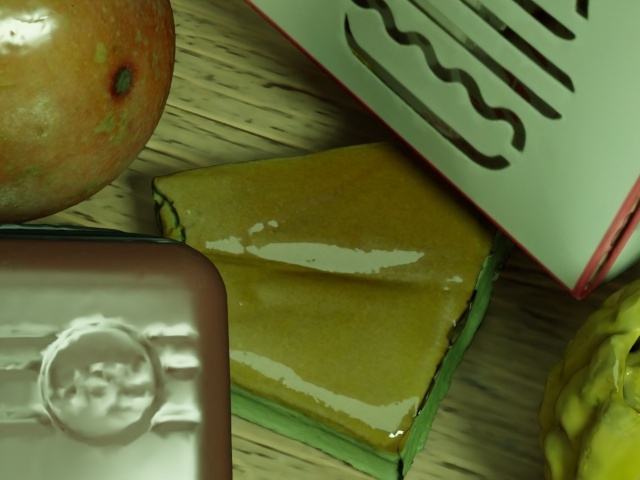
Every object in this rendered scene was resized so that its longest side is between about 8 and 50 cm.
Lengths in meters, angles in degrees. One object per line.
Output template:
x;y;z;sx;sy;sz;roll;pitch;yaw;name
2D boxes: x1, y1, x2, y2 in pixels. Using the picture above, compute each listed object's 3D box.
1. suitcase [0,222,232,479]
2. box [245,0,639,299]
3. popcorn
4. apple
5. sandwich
-0.191;0.107;0.942;0.297;0.161;0.236;1;85;-13;suitcase
0.186;-0.203;1.115;0.314;0.300;0.312;44;43;21;box
0.232;0.123;1.011;0.250;0.190;0.250;-1;57;1;popcorn
-0.210;-0.128;1.106;0.253;0.253;0.253;3;56;-4;apple
0.000;0.000;1.142;0.212;0.063;0.245;21;55;10;sandwich
